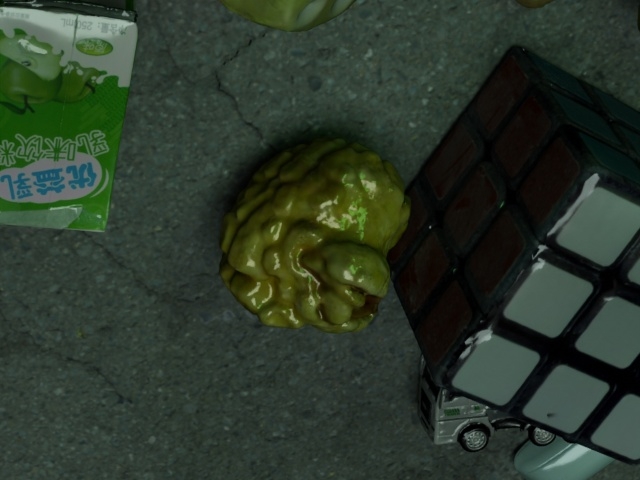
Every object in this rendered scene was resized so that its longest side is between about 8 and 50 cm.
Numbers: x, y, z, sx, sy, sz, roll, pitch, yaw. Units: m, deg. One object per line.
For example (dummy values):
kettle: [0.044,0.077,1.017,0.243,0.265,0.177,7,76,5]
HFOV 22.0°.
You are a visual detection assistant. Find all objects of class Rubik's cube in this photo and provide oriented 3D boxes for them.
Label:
Rubik's cube: [0.285,0.018,1.837,0.301,0.305,0.304,23,116,-26]

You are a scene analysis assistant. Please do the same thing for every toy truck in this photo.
toy truck: [0.246,0.184,2.053,0.242,0.101,0.125,-5,118,-12]

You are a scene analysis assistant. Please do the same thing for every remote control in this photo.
remote control: [0.393,0.237,2.147,0.293,0.051,0.103,-39,121,12]

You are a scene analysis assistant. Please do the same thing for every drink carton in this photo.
drink carton: [-0.288,-0.148,1.716,0.161,0.108,0.271,5,120,-15]

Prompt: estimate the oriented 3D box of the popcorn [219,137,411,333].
popcorn: [0.000,0.000,1.821,0.226,0.203,0.200,-16,131,-13]

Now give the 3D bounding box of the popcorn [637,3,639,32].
popcorn: [0.417,-0.308,1.713,0.225,0.276,0.276,-48,128,-27]

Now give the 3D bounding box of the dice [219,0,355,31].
dice: [-0.029,-0.319,1.592,0.166,0.169,0.169,-28,156,-49]

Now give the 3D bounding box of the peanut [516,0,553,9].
peanut: [0.246,-0.315,1.702,0.099,0.099,0.214,-11,154,-6]
